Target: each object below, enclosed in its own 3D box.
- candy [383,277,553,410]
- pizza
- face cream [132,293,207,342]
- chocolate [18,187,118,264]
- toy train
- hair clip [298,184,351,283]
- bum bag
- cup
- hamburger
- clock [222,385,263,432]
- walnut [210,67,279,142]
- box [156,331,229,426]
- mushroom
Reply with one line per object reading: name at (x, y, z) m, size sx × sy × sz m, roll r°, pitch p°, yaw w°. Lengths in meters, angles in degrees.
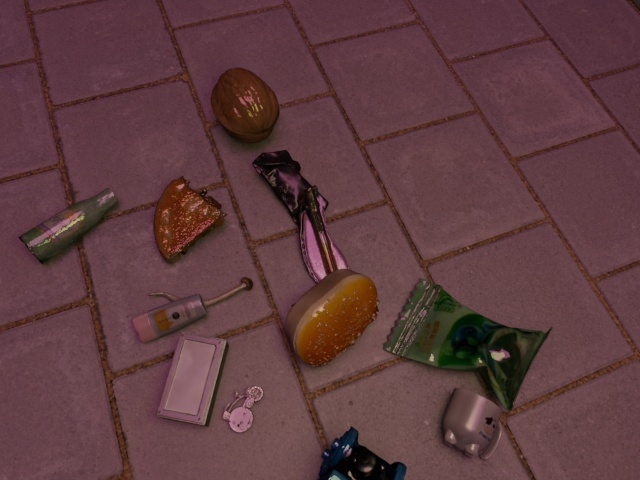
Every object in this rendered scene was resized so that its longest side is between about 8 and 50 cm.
candy at (0.410, 0.282, 1.324) m, size 0.398 × 0.172 × 0.263 m, roll 24°, pitch 61°, yaw 20°
pizza at (-0.406, -0.067, 1.454) m, size 0.228 × 0.081 × 0.289 m, roll -5°, pitch 67°, yaw 0°
face cream at (-0.429, 0.220, 1.324) m, size 0.198 × 0.057 × 0.084 m, roll -23°, pitch 95°, yaw -8°
chocolate at (-0.758, -0.057, 1.418) m, size 0.110 × 0.110 × 0.291 m, roll 42°, pitch 67°, yaw 14°
toy train at (0.055, 0.601, 1.071) m, size 0.188 × 0.300 × 0.265 m, roll 34°, pitch 57°, yaw 11°
hair clip at (-0.002, 0.001, 1.444) m, size 0.110 × 0.095 × 0.359 m, roll -13°, pitch 86°, yaw -37°
bum bag at (-0.092, -0.178, 1.532) m, size 0.137 × 0.074 × 0.310 m, roll -36°, pitch 87°, yaw -19°
cup at (0.405, 0.505, 1.252) m, size 0.134 × 0.173 × 0.142 m, roll 14°, pitch 63°, yaw 37°
hamburger at (0.039, 0.213, 1.292) m, size 0.295 × 0.227 × 0.151 m, roll -38°, pitch 50°, yaw -15°
clock at (-0.209, 0.453, 1.259) m, size 0.087 × 0.041 × 0.129 m, roll 28°, pitch 71°, yaw 4°
walnut at (-0.258, -0.460, 1.569) m, size 0.225 × 0.225 × 0.261 m, roll -28°, pitch 75°, yaw -16°
box at (-0.343, 0.376, 1.259) m, size 0.129 × 0.086 × 0.225 m, roll 10°, pitch 65°, yaw 0°
mushroom at (-0.353, 0.164, 1.381) m, size 0.306 × 0.043 × 0.068 m, roll -10°, pitch 55°, yaw -8°
